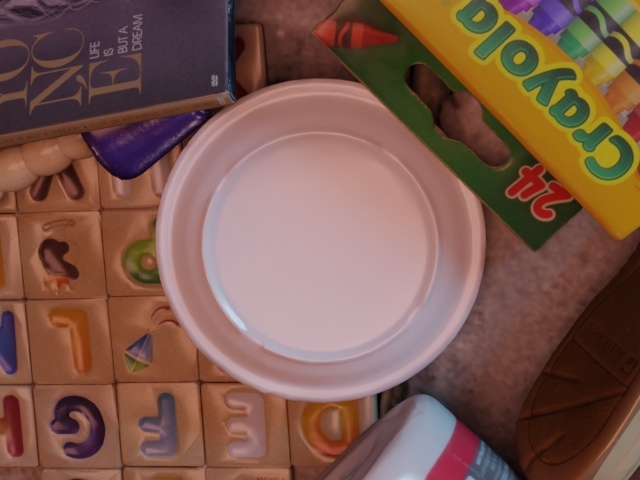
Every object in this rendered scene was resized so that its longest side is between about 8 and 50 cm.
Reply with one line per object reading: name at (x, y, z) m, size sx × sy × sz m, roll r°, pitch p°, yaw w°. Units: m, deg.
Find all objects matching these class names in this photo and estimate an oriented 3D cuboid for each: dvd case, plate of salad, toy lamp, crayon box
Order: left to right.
toy lamp at (-0.195, -0.043, 1.133) m, size 0.275 × 0.080 × 0.080 m, roll -24°, pitch 95°, yaw 15°
dvd case at (-0.157, -0.134, 1.098) m, size 0.221 × 0.018 × 0.164 m, roll -10°, pitch 60°, yaw 14°
plate of salad at (0.000, 0.000, 1.116) m, size 0.200 × 0.048 × 0.200 m, roll 0°, pitch 102°, yaw 1°
crayon box at (0.176, -0.146, 1.012) m, size 0.202 × 0.081 × 0.318 m, roll 43°, pitch 106°, yaw -16°

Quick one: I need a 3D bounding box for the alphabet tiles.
alphabet tiles at (-0.108, 0.036, 1.176) m, size 0.285 × 0.011 × 0.342 m, roll -1°, pitch 101°, yaw 12°

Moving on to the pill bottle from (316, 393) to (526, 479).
pill bottle at (0.117, 0.256, 1.082) m, size 0.318 × 0.176 × 0.176 m, roll 43°, pitch 106°, yaw -2°

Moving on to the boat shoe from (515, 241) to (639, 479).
boat shoe at (0.257, 0.026, 1.056) m, size 0.123 × 0.123 × 0.342 m, roll 30°, pitch 100°, yaw -26°
